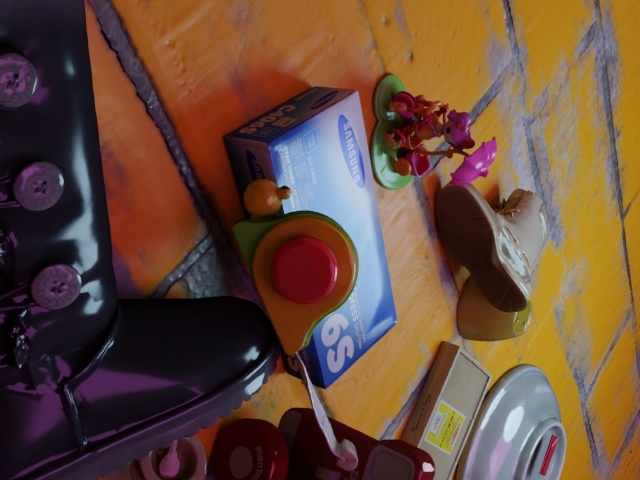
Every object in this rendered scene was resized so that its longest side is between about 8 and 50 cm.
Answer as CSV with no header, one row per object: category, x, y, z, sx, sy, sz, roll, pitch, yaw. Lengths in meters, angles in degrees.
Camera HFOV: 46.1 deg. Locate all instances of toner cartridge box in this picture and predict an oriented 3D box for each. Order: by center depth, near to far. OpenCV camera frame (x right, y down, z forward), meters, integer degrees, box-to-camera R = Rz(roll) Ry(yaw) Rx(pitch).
toner cartridge box,0.000,0.000,0.952,0.165,0.075,0.348,-38,128,-38

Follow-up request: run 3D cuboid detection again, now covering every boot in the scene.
boot,-0.205,-0.026,0.668,0.367,0.146,0.446,-28,117,-44
boot,0.302,-0.036,1.281,0.262,0.095,0.203,53,47,-21

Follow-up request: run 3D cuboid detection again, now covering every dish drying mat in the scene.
dish drying mat,0.464,0.437,1.528,0.032,0.008,0.083,32,76,-50

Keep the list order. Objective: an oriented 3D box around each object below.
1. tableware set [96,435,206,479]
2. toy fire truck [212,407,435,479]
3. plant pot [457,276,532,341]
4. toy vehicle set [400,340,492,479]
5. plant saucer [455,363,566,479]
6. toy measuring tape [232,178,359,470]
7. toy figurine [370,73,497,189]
tableware set,-0.193,0.253,0.770,0.194,0.039,0.128,-28,77,-44
toy fire truck,-0.012,0.361,0.908,0.169,0.253,0.302,25,82,-50
plant pot,0.322,0.126,1.353,0.134,0.095,0.134,-19,116,-45
toy vehicle set,0.213,0.329,1.334,0.166,0.035,0.267,42,70,-47
plant saucer,0.424,0.464,1.574,0.400,0.100,0.401,-19,116,-46
toy measuring tape,0.008,0.082,0.812,0.121,0.121,0.330,-30,100,-41
toy figurine,0.165,-0.142,1.037,0.130,0.159,0.173,-39,128,-36
